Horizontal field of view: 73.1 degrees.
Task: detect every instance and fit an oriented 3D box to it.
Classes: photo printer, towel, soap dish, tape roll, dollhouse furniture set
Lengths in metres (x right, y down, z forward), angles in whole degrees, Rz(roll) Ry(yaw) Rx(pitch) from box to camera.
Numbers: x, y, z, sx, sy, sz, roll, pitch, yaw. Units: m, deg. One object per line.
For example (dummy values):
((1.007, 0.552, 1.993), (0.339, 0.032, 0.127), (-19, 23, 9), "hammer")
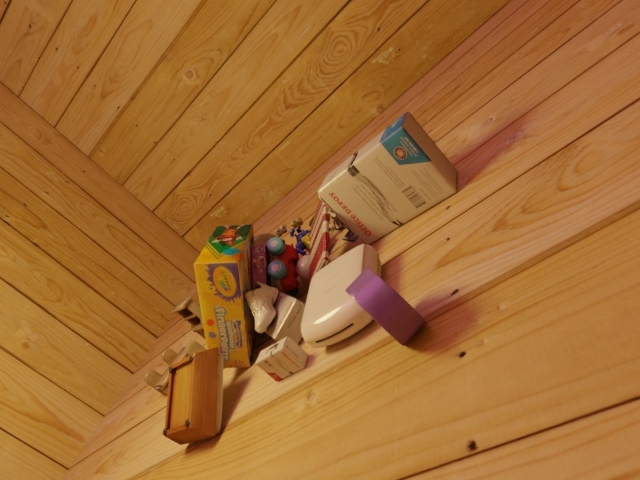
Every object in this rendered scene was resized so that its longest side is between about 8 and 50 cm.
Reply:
((0.064, 0.174, 1.316), (0.256, 0.107, 0.307), (-34, 23, 28), "photo printer")
((0.000, 0.000, 1.613), (0.237, 0.037, 0.328), (111, 164, -52), "towel")
((-0.443, 0.539, 1.501), (0.229, 0.118, 0.290), (-32, 51, 38), "soap dish")
((0.153, 0.155, 1.025), (0.080, 0.189, 0.189), (-47, 16, -2), "tape roll")
((-0.686, 0.516, 2.103), (0.362, 0.256, 0.394), (-27, 25, 49), "dollhouse furniture set")

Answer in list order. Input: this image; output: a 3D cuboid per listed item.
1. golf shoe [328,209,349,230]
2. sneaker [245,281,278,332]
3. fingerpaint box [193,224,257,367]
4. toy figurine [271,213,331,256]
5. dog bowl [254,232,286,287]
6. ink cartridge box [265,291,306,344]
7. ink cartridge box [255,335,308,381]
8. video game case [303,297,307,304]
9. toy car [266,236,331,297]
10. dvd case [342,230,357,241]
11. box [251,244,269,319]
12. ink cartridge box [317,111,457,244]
((0.091, -0.117, 1.938), (0.105, 0.120, 0.273), (-50, 10, -9), "golf shoe")
((-0.222, 0.234, 1.534), (0.090, 0.115, 0.232), (-51, 19, 22), "sneaker")
((-0.350, 0.208, 1.702), (0.163, 0.444, 0.371), (-2, 23, 0), "fingerpaint box")
((-0.025, 0.013, 1.956), (0.217, 0.191, 0.363), (30, 43, 33), "toy figurine")
((-0.253, 0.104, 2.011), (0.104, 0.265, 0.265), (-28, 24, 42), "dog bowl")
((-0.120, 0.279, 1.534), (0.154, 0.093, 0.212), (-61, 18, -10), "ink cartridge box")
((-0.119, 0.369, 1.342), (0.135, 0.099, 0.056), (-34, 19, 31), "ink cartridge box")
((0.020, 0.187, 1.570), (0.212, 0.023, 0.193), (-50, 17, -15), "video game case")
((-0.074, 0.098, 1.760), (0.238, 0.219, 0.210), (-11, 57, 6), "toy car")
((0.142, -0.033, 1.814), (0.087, 0.013, 0.119), (-49, 17, -10), "dvd case")
((-0.239, 0.168, 1.776), (0.057, 0.293, 0.201), (-3, -3, -1), "box")
((0.231, -0.205, 1.522), (0.395, 0.285, 0.166), (-34, 19, 35), "ink cartridge box")
